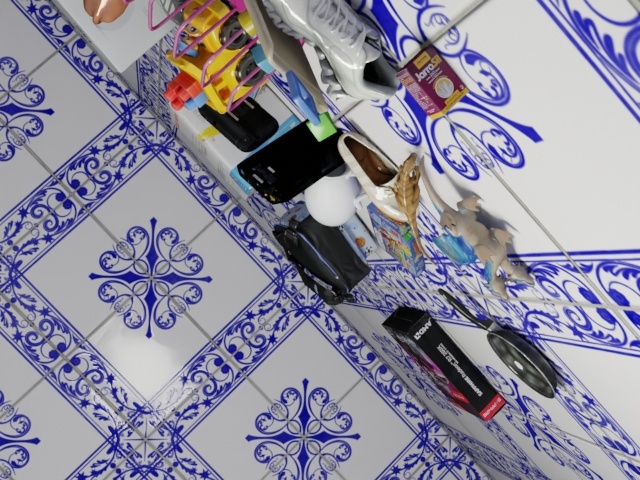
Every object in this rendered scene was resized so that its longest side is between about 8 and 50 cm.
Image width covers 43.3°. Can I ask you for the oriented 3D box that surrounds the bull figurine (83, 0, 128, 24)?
[{"bbox_3d":[-0.351,-0.542,1.467,0.101,0.310,0.188,28,-145,-15],"label":"bull figurine"}]

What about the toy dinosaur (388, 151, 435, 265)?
[{"bbox_3d":[0.158,-0.066,1.445,0.112,0.064,0.212,-88,-15,-56],"label":"toy dinosaur"}]

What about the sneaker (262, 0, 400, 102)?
[{"bbox_3d":[0.022,-0.309,1.166,0.118,0.110,0.292,25,166,45],"label":"sneaker"}]

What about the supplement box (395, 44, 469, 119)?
[{"bbox_3d":[0.152,-0.215,1.098,0.083,0.055,0.043,48,169,-11],"label":"supplement box"}]

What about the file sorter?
[{"bbox_3d":[-0.191,-0.397,1.424,0.291,0.182,0.202,47,170,-5],"label":"file sorter"}]

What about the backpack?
[{"bbox_3d":[0.000,0.000,2.131,0.277,0.213,0.263,57,159,-22],"label":"backpack"}]

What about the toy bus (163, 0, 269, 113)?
[{"bbox_3d":[-0.244,-0.371,1.672,0.149,0.211,0.220,40,167,38],"label":"toy bus"}]

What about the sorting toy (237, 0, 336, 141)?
[{"bbox_3d":[-0.069,-0.293,1.213,0.196,0.047,0.348,36,-151,-58],"label":"sorting toy"}]

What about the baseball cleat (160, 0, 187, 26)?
[{"bbox_3d":[-0.308,-0.527,1.715,0.109,0.072,0.206,36,166,48],"label":"baseball cleat"}]

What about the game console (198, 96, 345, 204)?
[{"bbox_3d":[-0.117,-0.230,1.704,0.361,0.213,0.044,43,158,31],"label":"game console"}]

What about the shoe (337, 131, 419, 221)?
[{"bbox_3d":[0.111,-0.123,1.562,0.219,0.076,0.058,48,175,2],"label":"shoe"}]

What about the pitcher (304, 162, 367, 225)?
[{"bbox_3d":[0.047,-0.112,1.798,0.177,0.125,0.207,27,153,18],"label":"pitcher"}]

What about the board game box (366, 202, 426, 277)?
[{"bbox_3d":[0.178,-0.004,1.874,0.136,0.035,0.201,41,169,25],"label":"board game box"}]

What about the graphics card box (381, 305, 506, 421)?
[{"bbox_3d":[0.361,0.362,2.394,0.371,0.094,0.233,49,170,-11],"label":"graphics card box"}]

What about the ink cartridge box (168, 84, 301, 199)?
[{"bbox_3d":[-0.196,-0.269,1.902,0.270,0.197,0.198,47,171,-3],"label":"ink cartridge box"}]

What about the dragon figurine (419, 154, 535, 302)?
[{"bbox_3d":[0.253,-0.009,1.399,0.289,0.085,0.144,43,169,11],"label":"dragon figurine"}]

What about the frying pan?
[{"bbox_3d":[0.407,0.232,1.812,0.326,0.053,0.197,42,169,32],"label":"frying pan"}]

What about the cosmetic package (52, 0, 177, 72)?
[{"bbox_3d":[-0.451,-0.537,1.821,0.224,0.224,0.138,51,171,-23],"label":"cosmetic package"}]
